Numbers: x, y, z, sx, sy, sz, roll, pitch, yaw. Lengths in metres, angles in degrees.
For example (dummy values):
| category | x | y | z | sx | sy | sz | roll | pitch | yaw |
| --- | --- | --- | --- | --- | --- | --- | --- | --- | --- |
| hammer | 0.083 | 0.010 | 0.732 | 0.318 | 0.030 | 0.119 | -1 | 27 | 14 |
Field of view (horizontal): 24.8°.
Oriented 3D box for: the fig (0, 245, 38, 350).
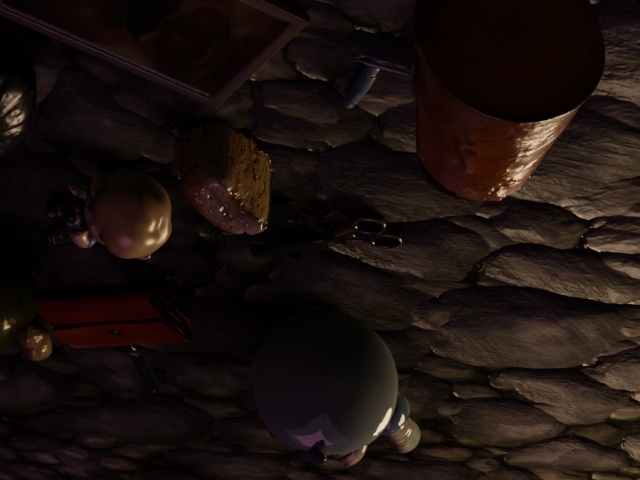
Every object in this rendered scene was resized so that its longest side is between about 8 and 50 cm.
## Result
| category | x | y | z | sx | sy | sz | roll | pitch | yaw |
| --- | --- | --- | --- | --- | --- | --- | --- | --- | --- |
| fig | -0.515 | 0.067 | 2.027 | 0.225 | 0.203 | 0.203 | 50 | 139 | -8 |

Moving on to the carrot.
| category | x | y | z | sx | sy | sz | roll | pitch | yaw |
| --- | --- | --- | --- | --- | --- | --- | --- | --- | --- |
| carrot | 0.162 | -0.149 | 1.470 | 0.196 | 0.196 | 0.254 | 10 | 156 | -4 |

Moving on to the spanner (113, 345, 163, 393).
| category | x | y | z | sx | sy | sz | roll | pitch | yaw |
| --- | --- | --- | --- | --- | --- | --- | --- | --- | --- |
| spanner | -0.295 | 0.206 | 2.386 | 0.046 | 0.012 | 0.208 | 2 | 152 | 11 |

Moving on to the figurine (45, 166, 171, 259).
| category | x | y | z | sx | sy | sz | roll | pitch | yaw |
| --- | --- | --- | --- | --- | --- | --- | --- | --- | --- |
| figurine | -0.280 | -0.034 | 1.868 | 0.196 | 0.114 | 0.108 | 0 | 176 | 35 |

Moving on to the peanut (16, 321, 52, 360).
| category | x | y | z | sx | sy | sz | roll | pitch | yaw |
| --- | --- | --- | --- | --- | --- | --- | --- | --- | --- |
| peanut | -0.450 | 0.158 | 2.292 | 0.054 | 0.054 | 0.113 | 6 | 155 | 3 |

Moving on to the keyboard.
| category | x | y | z | sx | sy | sz | roll | pitch | yaw |
| --- | --- | --- | --- | --- | --- | --- | --- | --- | --- |
| keyboard | -0.089 | -0.027 | 1.915 | 0.155 | 0.010 | 0.053 | -11 | 145 | 30 |

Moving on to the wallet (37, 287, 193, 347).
| category | x | y | z | sx | sy | sz | roll | pitch | yaw |
| --- | --- | --- | --- | --- | --- | --- | --- | --- | --- |
| wallet | -0.312 | 0.119 | 2.196 | 0.204 | 0.045 | 0.142 | -5 | 149 | 23 |

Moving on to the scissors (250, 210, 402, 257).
| category | x | y | z | sx | sy | sz | roll | pitch | yaw |
| --- | --- | --- | --- | --- | --- | --- | --- | --- | --- |
| scissors | 0.000 | 0.000 | 1.937 | 0.220 | 0.017 | 0.088 | -11 | 150 | 30 |

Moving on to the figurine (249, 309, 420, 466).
| category | x | y | z | sx | sy | sz | roll | pitch | yaw |
| --- | --- | --- | --- | --- | --- | --- | --- | --- | --- |
| figurine | 0.047 | 0.219 | 2.216 | 0.205 | 0.224 | 0.382 | -31 | 163 | 18 |

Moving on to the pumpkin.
| category | x | y | z | sx | sy | sz | roll | pitch | yaw |
| --- | --- | --- | --- | --- | --- | --- | --- | --- | --- |
| pumpkin | -0.404 | -0.162 | 1.605 | 0.194 | 0.150 | 0.194 | -2 | 158 | -1 |

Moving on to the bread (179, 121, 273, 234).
| category | x | y | z | sx | sy | sz | roll | pitch | yaw |
| --- | --- | --- | --- | --- | --- | --- | --- | --- | --- |
| bread | -0.116 | -0.073 | 1.741 | 0.082 | 0.106 | 0.125 | -11 | 144 | 29 |

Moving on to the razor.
| category | x | y | z | sx | sy | sz | roll | pitch | yaw |
| --- | --- | --- | --- | --- | --- | --- | --- | --- | --- |
| razor | 0.050 | -0.177 | 1.588 | 0.068 | 0.040 | 0.135 | 14 | 155 | -11 |

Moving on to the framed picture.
| category | x | y | z | sx | sy | sz | roll | pitch | yaw |
| --- | --- | --- | --- | --- | --- | --- | --- | --- | --- |
| framed picture | -0.186 | -0.245 | 1.539 | 0.289 | 0.020 | 0.211 | 23 | 147 | -24 |
